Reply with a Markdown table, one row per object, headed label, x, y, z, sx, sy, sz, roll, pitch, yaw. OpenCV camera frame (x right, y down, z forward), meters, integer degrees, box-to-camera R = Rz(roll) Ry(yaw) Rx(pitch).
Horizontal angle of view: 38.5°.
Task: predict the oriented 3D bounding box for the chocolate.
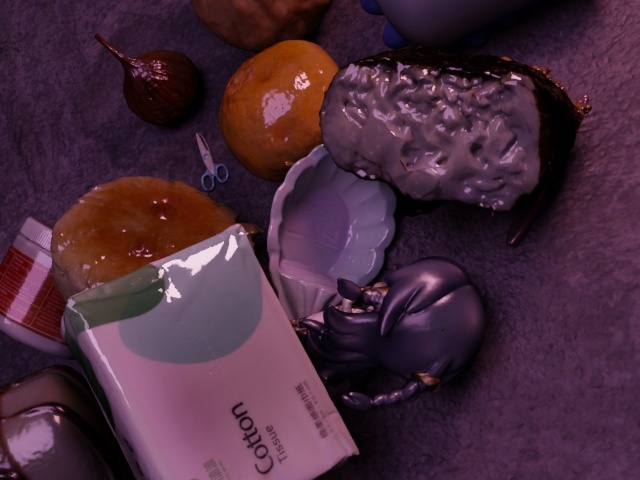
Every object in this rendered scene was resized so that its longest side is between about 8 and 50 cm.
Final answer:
| label | x | y | z | sx | sy | sz | roll | pitch | yaw |
| --- | --- | --- | --- | --- | --- | --- | --- | --- | --- |
| chocolate | -0.405 | 0.338 | 1.446 | 0.186 | 0.283 | 0.283 | -23 | 60 | 1 |

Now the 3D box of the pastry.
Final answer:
| label | x | y | z | sx | sy | sz | roll | pitch | yaw |
| --- | --- | --- | --- | --- | --- | --- | --- | --- | --- |
| pastry | -0.268 | 0.024 | 1.455 | 0.329 | 0.330 | 0.136 | 51 | 141 | 34 |

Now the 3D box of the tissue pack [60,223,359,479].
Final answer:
| label | x | y | z | sx | sy | sz | roll | pitch | yaw |
| --- | --- | --- | --- | --- | --- | --- | --- | --- | --- |
| tissue pack | -0.153 | 0.192 | 1.209 | 0.356 | 0.266 | 0.194 | 61 | 153 | 6 |

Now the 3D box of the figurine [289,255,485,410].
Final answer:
| label | x | y | z | sx | sy | sz | roll | pitch | yaw |
| --- | --- | --- | --- | --- | --- | --- | --- | --- | --- |
| figurine | 0.094 | 0.127 | 1.256 | 0.265 | 0.175 | 0.197 | -35 | 85 | 17 |

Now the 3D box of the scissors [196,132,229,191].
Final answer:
| label | x | y | z | sx | sy | sz | roll | pitch | yaw |
| --- | --- | --- | --- | --- | --- | --- | --- | --- | --- |
| scissors | -0.201 | -0.144 | 1.632 | 0.058 | 0.014 | 0.119 | -32 | 62 | 16 |

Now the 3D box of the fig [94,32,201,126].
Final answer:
| label | x | y | z | sx | sy | sz | roll | pitch | yaw |
| --- | --- | --- | --- | --- | --- | --- | --- | --- | --- |
| fig | -0.313 | -0.303 | 1.650 | 0.146 | 0.201 | 0.133 | -34 | 49 | 9 |

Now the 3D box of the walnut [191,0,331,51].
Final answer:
| label | x | y | z | sx | sy | sz | roll | pitch | yaw |
| --- | --- | --- | --- | --- | --- | --- | --- | --- | --- |
| walnut | -0.103 | -0.469 | 1.546 | 0.285 | 0.285 | 0.296 | 7 | 82 | 33 |

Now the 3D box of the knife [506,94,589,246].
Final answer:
| label | x | y | z | sx | sy | sz | roll | pitch | yaw |
| --- | --- | --- | --- | --- | --- | --- | --- | --- | --- |
| knife | 0.322 | -0.101 | 1.304 | 0.035 | 0.018 | 0.247 | 23 | 82 | 38 |

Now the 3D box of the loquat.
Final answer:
| label | x | y | z | sx | sy | sz | roll | pitch | yaw |
| --- | --- | --- | --- | --- | --- | --- | --- | --- | --- |
| loquat | -0.056 | -0.206 | 1.460 | 0.238 | 0.193 | 0.238 | -8 | 69 | 21 |

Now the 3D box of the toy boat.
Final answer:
| label | x | y | z | sx | sy | sz | roll | pitch | yaw |
| --- | --- | --- | --- | --- | --- | --- | --- | --- | --- |
| toy boat | 0.000 | 0.000 | 1.379 | 0.100 | 0.199 | 0.290 | 1 | 74 | 70 |

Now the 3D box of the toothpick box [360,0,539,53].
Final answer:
| label | x | y | z | sx | sy | sz | roll | pitch | yaw |
| --- | --- | --- | --- | --- | --- | --- | --- | --- | --- |
| toothpick box | 0.220 | -0.423 | 1.363 | 0.355 | 0.263 | 0.263 | -25 | 61 | 22 |

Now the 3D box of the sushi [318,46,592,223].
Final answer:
| label | x | y | z | sx | sy | sz | roll | pitch | yaw |
| --- | --- | --- | --- | --- | --- | --- | --- | --- | --- |
| sushi | 0.173 | -0.148 | 1.274 | 0.349 | 0.207 | 0.234 | 17 | 114 | 23 |

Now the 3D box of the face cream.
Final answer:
| label | x | y | z | sx | sy | sz | roll | pitch | yaw |
| --- | --- | --- | --- | --- | --- | --- | --- | --- | --- |
| face cream | -0.460 | 0.084 | 1.589 | 0.201 | 0.201 | 0.187 | 25 | 85 | 35 |
